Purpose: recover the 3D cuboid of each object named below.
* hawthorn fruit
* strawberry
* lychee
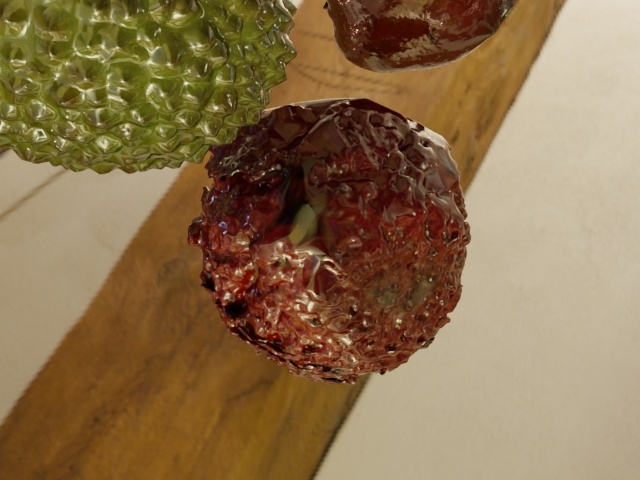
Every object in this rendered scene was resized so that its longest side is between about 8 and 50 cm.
[{"bbox_3d":[0.101,-0.254,1.135,0.202,0.185,0.185,2,-128,24],"label":"hawthorn fruit"},{"bbox_3d":[0.000,0.000,1.022,0.274,0.274,0.220,4,-166,15],"label":"strawberry"},{"bbox_3d":[-0.165,-0.177,0.738,0.320,0.270,0.270,15,-127,-4],"label":"lychee"}]
